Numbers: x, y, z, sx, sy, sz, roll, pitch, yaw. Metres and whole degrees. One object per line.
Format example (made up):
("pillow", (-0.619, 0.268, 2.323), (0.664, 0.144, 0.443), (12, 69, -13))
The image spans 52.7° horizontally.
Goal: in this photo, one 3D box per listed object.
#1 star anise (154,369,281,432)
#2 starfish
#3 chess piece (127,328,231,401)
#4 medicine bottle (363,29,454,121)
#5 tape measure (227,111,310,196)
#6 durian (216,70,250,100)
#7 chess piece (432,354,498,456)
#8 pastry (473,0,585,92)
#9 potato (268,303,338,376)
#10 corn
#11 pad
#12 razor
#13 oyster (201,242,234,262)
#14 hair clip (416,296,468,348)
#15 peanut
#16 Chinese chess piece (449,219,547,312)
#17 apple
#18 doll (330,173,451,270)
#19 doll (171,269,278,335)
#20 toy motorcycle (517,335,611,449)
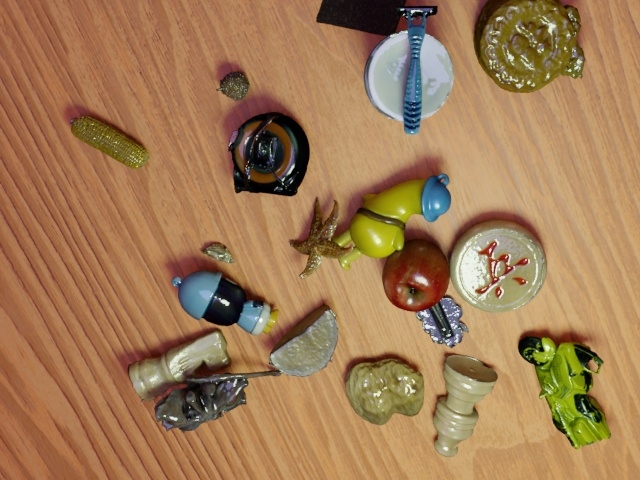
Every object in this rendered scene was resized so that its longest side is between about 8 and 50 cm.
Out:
("star anise", (-0.332, 0.462, 1.913), (0.316, 0.359, 0.139), (-40, 62, 38))
("starfish", (-0.001, 0.000, 1.731), (0.240, 0.043, 0.228), (11, 93, 45))
("chess piece", (-0.416, 0.370, 1.948), (0.300, 0.137, 0.137), (-25, 102, 5))
("medicine bottle", (0.201, -0.375, 1.488), (0.189, 0.332, 0.190), (2, 103, 7))
("tape measure", (-0.132, -0.224, 1.691), (0.202, 0.135, 0.223), (8, 103, 16))
("durian", (-0.226, -0.399, 1.679), (0.091, 0.080, 0.080), (-17, 105, -8))
("chess piece", (0.387, 0.489, 1.851), (0.138, 0.124, 0.307), (3, 115, -23))
("pastry", (0.482, -0.477, 1.521), (0.235, 0.132, 0.240), (-14, 112, 4))
("potato", (-0.023, 0.295, 1.858), (0.243, 0.098, 0.138), (-39, 101, 12))
("corn", (-0.581, -0.274, 1.781), (0.238, 0.080, 0.080), (28, 110, -3))
("pad", (0.130, -0.644, 1.492), (0.220, 0.004, 0.330), (22, 94, 28))
("razor", (0.188, -0.342, 1.304), (0.081, 0.042, 0.253), (3, 105, 5))
("oyster", (-0.291, 0.037, 1.864), (0.080, 0.038, 0.083), (-18, 135, 39))
("hair clip", (0.337, 0.219, 1.800), (0.124, 0.052, 0.195), (-25, 107, 22))
("peanut", (0.189, 0.432, 1.859), (0.232, 0.110, 0.197), (-16, 99, 14))
("Chinese chess piece", (0.465, 0.067, 1.702), (0.249, 0.103, 0.250), (2, 106, 8))
("apple", (0.251, 0.092, 1.707), (0.180, 0.168, 0.181), (4, 120, 7))
("doll", (0.180, -0.065, 1.678), (0.363, 0.145, 0.200), (-35, 60, 22))
("doll", (-0.277, 0.174, 1.843), (0.314, 0.141, 0.177), (24, 141, -11))
("toy motorcycle", (0.684, 0.397, 1.752), (0.206, 0.142, 0.342), (-11, 110, 52))
